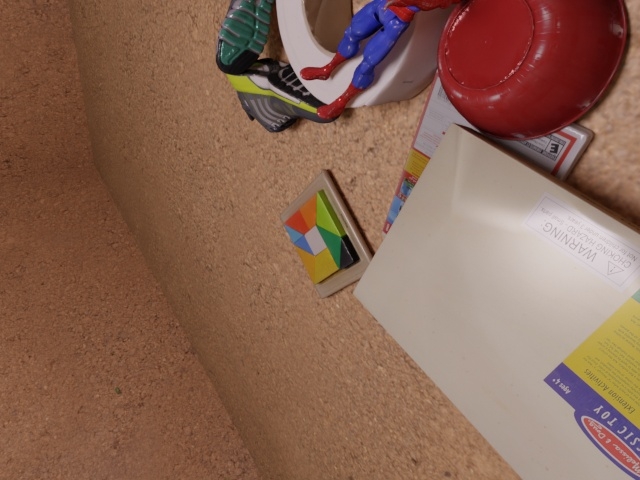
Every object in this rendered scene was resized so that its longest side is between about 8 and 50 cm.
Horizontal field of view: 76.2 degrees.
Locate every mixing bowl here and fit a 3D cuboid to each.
[{"bbox_3d":[0.189,-0.195,0.414,0.181,0.098,0.181,13,108,46],"label":"mixing bowl"}]

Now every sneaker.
[{"bbox_3d":[-0.138,-0.414,0.756,0.098,0.083,0.224,35,102,54],"label":"sneaker"},{"bbox_3d":[-0.062,-0.262,0.771,0.300,0.111,0.121,35,150,42],"label":"sneaker"}]

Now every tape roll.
[{"bbox_3d":[0.057,-0.329,0.552,0.286,0.100,0.286,29,130,43],"label":"tape roll"}]

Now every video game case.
[{"bbox_3d":[0.197,-0.063,0.568,0.204,0.025,0.285,44,139,32],"label":"video game case"}]

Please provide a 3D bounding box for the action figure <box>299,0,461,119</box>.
[{"bbox_3d":[0.044,-0.225,0.421,0.280,0.139,0.091,-28,86,53],"label":"action figure"}]

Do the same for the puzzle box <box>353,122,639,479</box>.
[{"bbox_3d":[0.231,0.093,0.433,0.409,0.052,0.272,47,124,32],"label":"puzzle box"}]

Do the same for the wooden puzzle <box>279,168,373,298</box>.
[{"bbox_3d":[0.000,0.000,0.861,0.221,0.044,0.238,62,146,8],"label":"wooden puzzle"}]
